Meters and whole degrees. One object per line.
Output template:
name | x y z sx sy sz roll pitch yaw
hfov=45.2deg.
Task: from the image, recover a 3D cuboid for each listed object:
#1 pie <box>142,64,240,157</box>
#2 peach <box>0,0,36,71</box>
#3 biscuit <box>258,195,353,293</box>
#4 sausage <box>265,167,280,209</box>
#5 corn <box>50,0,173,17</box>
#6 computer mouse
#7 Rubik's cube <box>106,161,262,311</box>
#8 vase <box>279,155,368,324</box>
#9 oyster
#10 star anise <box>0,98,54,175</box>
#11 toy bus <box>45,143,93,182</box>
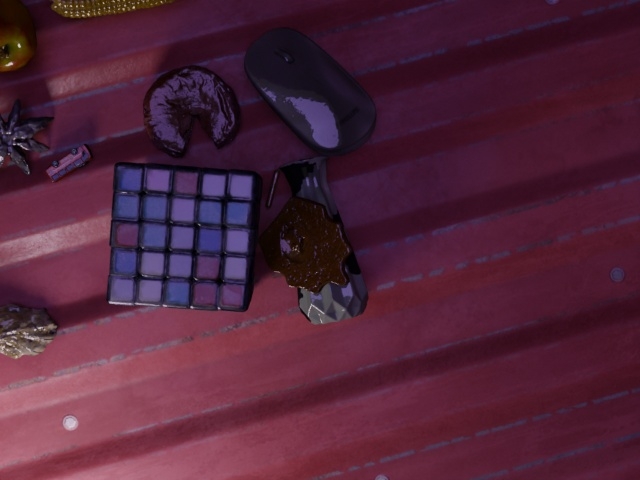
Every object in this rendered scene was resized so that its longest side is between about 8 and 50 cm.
pie | -0.294 -0.289 1.730 0.218 0.054 0.205 -27 95 -1
peach | -0.711 -0.459 1.643 0.197 0.197 0.198 0 93 -2
biscuit | -0.020 0.021 1.630 0.215 0.034 0.182 43 104 13
sausage | -0.110 -0.118 1.768 0.015 0.015 0.100 15 93 -3
corn | -0.440 -0.559 1.671 0.346 0.130 0.130 -8 94 -6
computer mouse | -0.019 -0.332 1.698 0.331 0.095 0.197 44 67 -1
Rubik's cube | -0.277 -0.015 1.631 0.286 0.293 0.292 4 92 -3
vase | 0.000 0.000 1.717 0.165 0.165 0.361 -13 89 -2
oyster | -0.707 0.204 1.735 0.208 0.072 0.133 17 95 -5
star anise | -0.692 -0.220 1.697 0.204 0.061 0.181 -3 106 -27
toy bus | -0.567 -0.175 1.737 0.110 0.031 0.043 -33 97 1
